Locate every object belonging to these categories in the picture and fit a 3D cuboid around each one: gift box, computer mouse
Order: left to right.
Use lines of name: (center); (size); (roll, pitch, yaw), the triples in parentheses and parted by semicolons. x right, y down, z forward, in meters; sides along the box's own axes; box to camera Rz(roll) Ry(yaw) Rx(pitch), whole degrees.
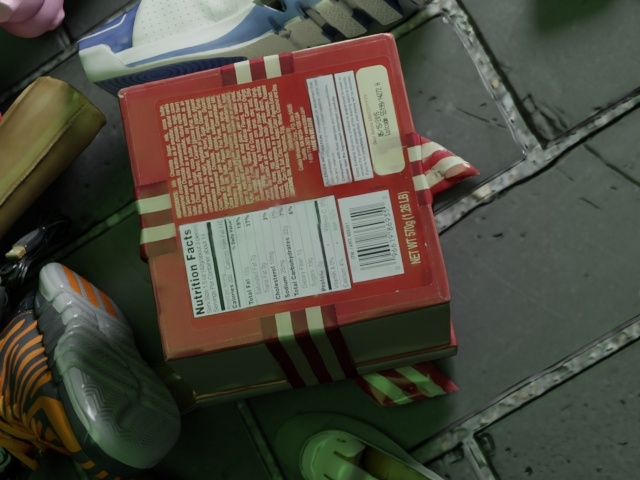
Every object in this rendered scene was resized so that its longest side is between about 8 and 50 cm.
computer mouse: (-0.298, 0.056, 1.701); (0.042, 0.106, 0.193); (41, 121, -8)
gift box: (0.000, 0.000, 1.498); (0.276, 0.258, 0.255); (-7, 77, 1)

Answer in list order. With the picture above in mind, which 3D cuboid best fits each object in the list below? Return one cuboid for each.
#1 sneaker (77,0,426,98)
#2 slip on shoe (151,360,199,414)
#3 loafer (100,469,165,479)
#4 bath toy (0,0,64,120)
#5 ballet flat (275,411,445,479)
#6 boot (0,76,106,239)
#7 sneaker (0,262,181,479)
sneaker: (-0.063, -0.244, 1.635); (0.316, 0.127, 0.182); (-22, 71, 11)
slip on shoe: (-0.150, 0.134, 1.649); (0.135, 0.041, 0.051); (-20, 75, 19)
loafer: (-0.251, 0.325, 1.633); (0.366, 0.134, 0.130); (-34, 47, 4)
bath toy: (-0.261, -0.242, 1.668); (0.129, 0.151, 0.348); (32, 88, 48)
ballet flat: (0.045, 0.197, 1.544); (0.213, 0.068, 0.072); (25, 92, 24)
boot: (-0.325, -0.028, 1.715); (0.269, 0.089, 0.236); (-54, 29, -11)
sneaker: (-0.227, 0.157, 1.573); (0.180, 0.124, 0.321); (-50, 23, 6)
